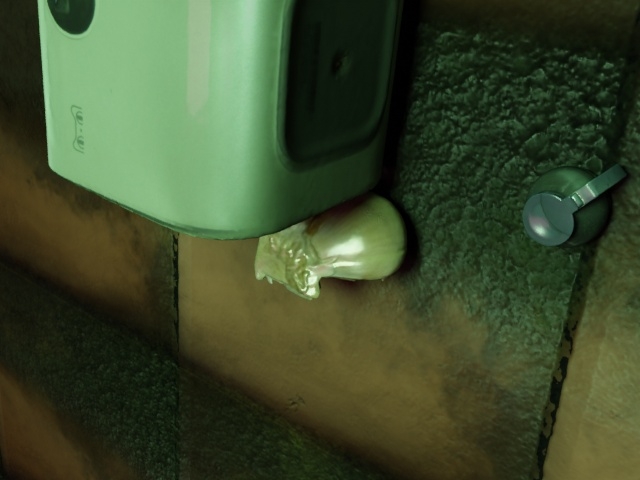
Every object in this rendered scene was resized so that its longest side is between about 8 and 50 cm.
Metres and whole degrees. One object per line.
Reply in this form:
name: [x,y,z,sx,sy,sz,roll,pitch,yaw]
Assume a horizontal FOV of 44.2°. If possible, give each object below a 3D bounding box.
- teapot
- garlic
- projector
teapot: [0.196,-0.028,0.618,0.088,0.057,0.066,-41,80,42]
garlic: [0.007,-0.009,0.769,0.174,0.099,0.124,20,100,29]
projector: [-0.080,-0.172,0.662,0.249,0.248,0.249,22,120,32]
